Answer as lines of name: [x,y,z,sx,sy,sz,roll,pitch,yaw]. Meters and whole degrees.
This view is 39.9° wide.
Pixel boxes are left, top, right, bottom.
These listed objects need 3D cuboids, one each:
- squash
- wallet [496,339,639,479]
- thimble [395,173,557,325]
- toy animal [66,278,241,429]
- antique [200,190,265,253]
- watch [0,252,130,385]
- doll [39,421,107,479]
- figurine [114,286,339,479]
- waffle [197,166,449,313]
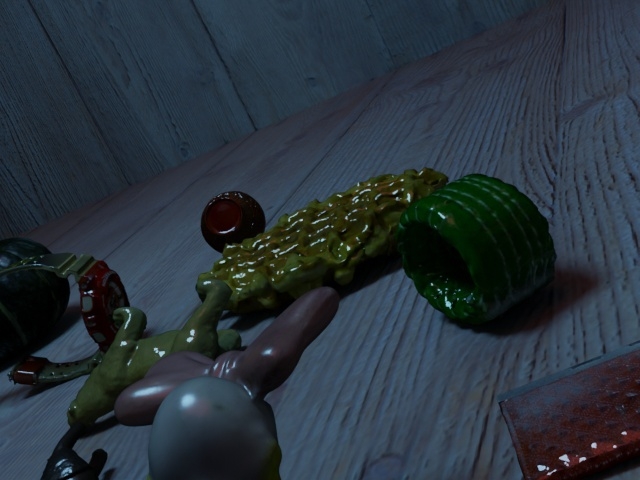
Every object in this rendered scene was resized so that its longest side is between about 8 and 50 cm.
squash: [-0.533,0.105,1.433,0.252,0.165,0.252,-27,14,7]
wallet: [0.205,0.084,0.523,0.196,0.020,0.103,-24,14,8]
thimble: [0.129,0.007,0.740,0.090,0.118,0.130,-27,41,-19]
toy animal: [-0.176,0.130,0.918,0.218,0.103,0.101,-17,41,19]
antique: [-0.132,-0.026,1.337,0.104,0.104,0.104,-25,15,7]
watch: [-0.378,0.110,1.143,0.268,0.165,0.102,-21,14,12]
doll: [-0.239,0.230,0.721,0.139,0.057,0.165,-27,23,-10]
figurine: [-0.084,0.167,0.395,0.154,0.193,0.421,-24,10,23]
waffle: [0.000,0.000,1.081,0.325,0.068,0.302,-38,18,-33]
